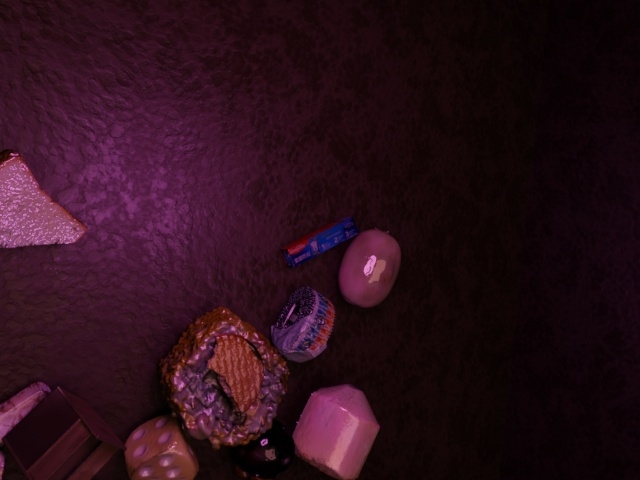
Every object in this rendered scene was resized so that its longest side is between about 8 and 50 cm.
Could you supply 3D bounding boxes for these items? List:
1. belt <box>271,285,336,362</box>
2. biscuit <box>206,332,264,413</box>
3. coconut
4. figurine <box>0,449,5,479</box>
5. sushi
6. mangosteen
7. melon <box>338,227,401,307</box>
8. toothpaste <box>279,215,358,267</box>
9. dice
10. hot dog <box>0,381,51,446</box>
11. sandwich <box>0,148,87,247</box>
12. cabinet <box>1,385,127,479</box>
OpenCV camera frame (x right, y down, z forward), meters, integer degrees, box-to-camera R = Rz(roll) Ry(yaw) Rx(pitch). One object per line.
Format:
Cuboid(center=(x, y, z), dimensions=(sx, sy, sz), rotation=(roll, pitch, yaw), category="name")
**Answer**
Cuboid(center=(-0.059, 0.300, 1.589), dimensions=(0.150, 0.207, 0.257), rotation=(37, 65, -28), category="belt")
Cuboid(center=(-0.244, 0.381, 1.295), dimensions=(0.177, 0.031, 0.228), rotation=(6, 87, -29), category="biscuit")
Cuboid(center=(0.061, 0.680, 1.656), dimensions=(0.297, 0.298, 0.309), rotation=(40, 67, -29), category="coconut")
Cuboid(center=(-0.898, 0.572, 1.070), dimensions=(0.236, 0.155, 0.127), rotation=(10, 78, -33), category="figurine")
Cuboid(center=(-0.301, 0.440, 1.416), dimensions=(0.351, 0.240, 0.396), rotation=(-48, 114, -21), category="sushi")
Cuboid(center=(-0.204, 0.728, 1.522), dimensions=(0.211, 0.211, 0.249), rotation=(33, 84, -31), category="mangosteen")
Cuboid(center=(0.189, 0.103, 1.737), dimensions=(0.223, 0.223, 0.316), rotation=(26, 83, -33), category="melon")
Cuboid(center=(0.001, 0.001, 1.696), dimensions=(0.321, 0.066, 0.076), rotation=(-27, 107, -29), category="toothpaste")
Cuboid(center=(-0.467, 0.639, 1.332), dimensions=(0.166, 0.169, 0.169), rotation=(-24, 115, -15), category="dice")
Cuboid(center=(-0.801, 0.459, 1.183), dimensions=(0.191, 0.059, 0.108), rotation=(-33, 119, -34), category="hot dog")
Cuboid(center=(-0.760, -0.045, 1.100), dimensions=(0.254, 0.100, 0.288), rotation=(-57, 142, -28), category="sandwich")
Cuboid(center=(-0.657, 0.531, 1.170), dimensions=(0.174, 0.215, 0.148), rotation=(-48, 147, -22), category="cabinet")
